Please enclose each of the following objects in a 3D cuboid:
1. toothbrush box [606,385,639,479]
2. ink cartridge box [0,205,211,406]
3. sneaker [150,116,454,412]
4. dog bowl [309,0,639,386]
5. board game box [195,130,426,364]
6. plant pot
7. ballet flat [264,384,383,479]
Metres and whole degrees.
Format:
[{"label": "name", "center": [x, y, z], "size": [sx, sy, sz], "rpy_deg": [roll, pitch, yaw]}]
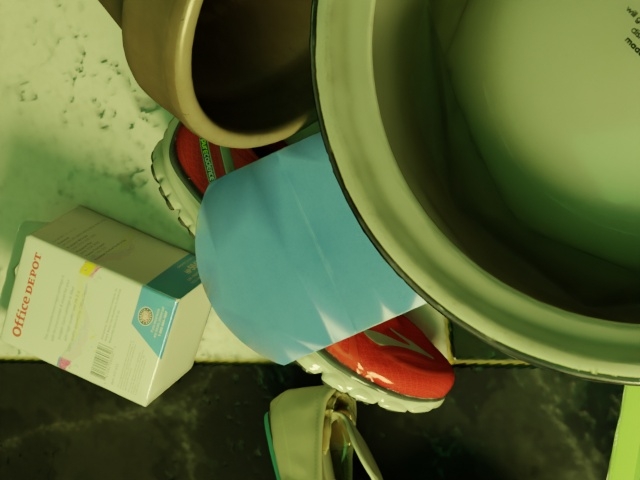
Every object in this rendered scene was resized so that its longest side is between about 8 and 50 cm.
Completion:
[{"label": "toothbrush box", "center": [0.338, 0.158, 1.262], "size": [0.283, 0.122, 0.206], "rpy_deg": [11, 108, 17]}, {"label": "ink cartridge box", "center": [-0.162, 0.042, 1.422], "size": [0.143, 0.090, 0.092], "rpy_deg": [24, 112, 12]}, {"label": "sneaker", "center": [0.002, 0.004, 1.347], "size": [0.279, 0.107, 0.118], "rpy_deg": [46, 110, 1]}, {"label": "dog bowl", "center": [0.207, -0.115, 1.152], "size": [0.408, 0.150, 0.408], "rpy_deg": [-1, 84, 15]}, {"label": "board game box", "center": [0.000, 0.000, 1.289], "size": [0.168, 0.033, 0.133], "rpy_deg": [-24, 90, 13]}, {"label": "plant pot", "center": [-0.072, -0.227, 1.244], "size": [0.229, 0.263, 0.263], "rpy_deg": [39, 116, 26]}, {"label": "ballet flat", "center": [0.013, 0.214, 1.363], "size": [0.086, 0.086, 0.248], "rpy_deg": [-23, 60, 24]}]
